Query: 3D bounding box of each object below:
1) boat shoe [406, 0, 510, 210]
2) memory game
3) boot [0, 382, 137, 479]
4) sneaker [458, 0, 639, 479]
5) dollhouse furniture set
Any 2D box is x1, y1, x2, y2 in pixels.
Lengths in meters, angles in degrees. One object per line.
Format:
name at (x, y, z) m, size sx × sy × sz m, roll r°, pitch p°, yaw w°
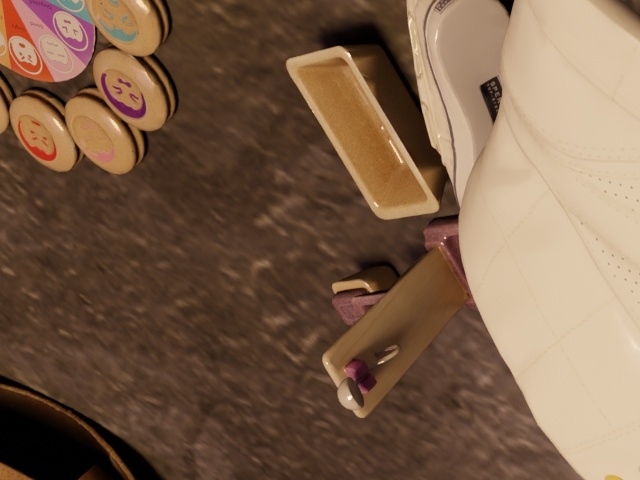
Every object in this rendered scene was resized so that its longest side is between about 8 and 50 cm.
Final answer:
boat shoe at (0.048, -0.039, 0.611) m, size 0.035 × 0.035 × 0.100 m, roll 48°, pitch 165°, yaw 53°
memory game at (-0.128, -0.101, 0.753) m, size 0.186 × 0.012 × 0.186 m, roll 29°, pitch 143°, yaw 24°
boot at (-0.088, 0.172, 0.927) m, size 0.305 × 0.112 × 0.115 m, roll 28°, pitch 132°, yaw 29°
sneaker at (0.157, 0.039, 0.513) m, size 0.292 × 0.108 × 0.169 m, roll 45°, pitch 150°, yaw 20°
dollhouse furniture set at (0.000, 0.000, 0.655) m, size 0.091 × 0.081 × 0.114 m, roll -8°, pitch 119°, yaw 51°
